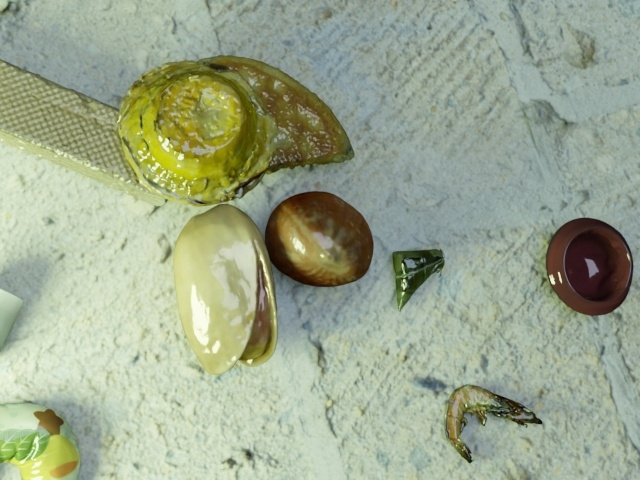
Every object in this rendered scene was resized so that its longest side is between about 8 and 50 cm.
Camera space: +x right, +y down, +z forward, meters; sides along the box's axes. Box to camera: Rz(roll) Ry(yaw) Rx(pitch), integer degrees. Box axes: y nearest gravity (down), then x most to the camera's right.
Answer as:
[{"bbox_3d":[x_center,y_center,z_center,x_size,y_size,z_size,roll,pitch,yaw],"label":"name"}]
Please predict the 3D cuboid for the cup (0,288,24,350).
[{"bbox_3d":[-0.591,0.141,1.624,0.099,0.136,0.133,36,68,-42],"label":"cup"}]

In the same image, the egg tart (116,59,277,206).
[{"bbox_3d":[-0.218,-0.205,1.696,0.294,0.116,0.295,4,73,-11],"label":"egg tart"}]

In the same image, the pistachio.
[{"bbox_3d":[-0.163,0.083,1.700,0.187,0.187,0.299,-10,82,-18],"label":"pistachio"}]

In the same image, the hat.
[{"bbox_3d":[0.552,0.054,1.959,0.205,0.089,0.205,2,82,-13],"label":"hat"}]

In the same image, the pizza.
[{"bbox_3d":[-0.087,-0.253,1.848,0.268,0.087,0.258,-11,79,-19],"label":"pizza"}]

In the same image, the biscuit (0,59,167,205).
[{"bbox_3d":[-0.455,-0.205,1.736,0.426,0.078,0.144,24,72,-11],"label":"biscuit"}]

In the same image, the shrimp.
[{"bbox_3d":[0.332,0.371,1.851,0.195,0.035,0.148,20,71,-4],"label":"shrimp"}]

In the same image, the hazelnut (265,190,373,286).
[{"bbox_3d":[0.000,0.000,1.753,0.214,0.214,0.176,11,101,-13],"label":"hazelnut"}]

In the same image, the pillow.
[{"bbox_3d":[-0.524,0.380,1.592,0.233,0.086,0.214,6,87,-17],"label":"pillow"}]

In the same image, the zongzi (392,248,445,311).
[{"bbox_3d":[0.199,0.077,1.876,0.109,0.055,0.119,-4,91,-18],"label":"zongzi"}]
